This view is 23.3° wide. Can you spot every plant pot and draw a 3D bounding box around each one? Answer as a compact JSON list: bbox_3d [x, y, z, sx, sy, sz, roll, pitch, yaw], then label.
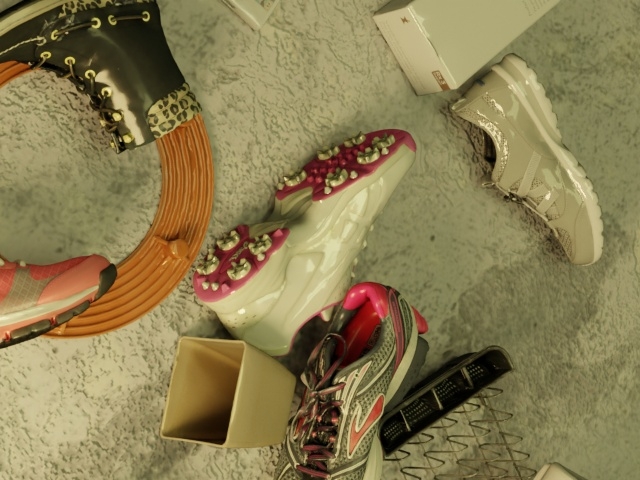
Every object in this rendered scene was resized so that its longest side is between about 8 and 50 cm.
[{"bbox_3d":[-0.088,0.165,1.619,0.096,0.109,0.109,19,77,-41],"label":"plant pot"}]

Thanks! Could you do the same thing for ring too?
[{"bbox_3d":[-0.253,-0.068,1.567,0.336,0.032,0.336,2,87,-33],"label":"ring"}]

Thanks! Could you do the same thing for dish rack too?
[{"bbox_3d":[0.166,0.279,1.787,0.208,0.074,0.271,-30,103,-29],"label":"dish rack"}]

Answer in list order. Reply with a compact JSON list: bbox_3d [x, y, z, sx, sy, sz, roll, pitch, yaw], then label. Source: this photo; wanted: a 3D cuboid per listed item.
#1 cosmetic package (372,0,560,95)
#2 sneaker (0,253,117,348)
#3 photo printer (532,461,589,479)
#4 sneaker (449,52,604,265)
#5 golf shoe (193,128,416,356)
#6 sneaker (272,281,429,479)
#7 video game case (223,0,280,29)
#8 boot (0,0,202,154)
[{"bbox_3d":[0.182,-0.280,1.822,0.231,0.085,0.117,-39,107,-26],"label":"cosmetic package"},{"bbox_3d":[-0.344,0.044,1.441,0.314,0.116,0.136,-17,88,-21],"label":"sneaker"},{"bbox_3d":[0.279,0.435,1.784,0.256,0.107,0.307,32,93,-30],"label":"photo printer"},{"bbox_3d":[0.248,-0.083,1.863,0.115,0.105,0.281,-30,107,1],"label":"sneaker"},{"bbox_3d":[0.000,0.000,1.688,0.306,0.115,0.140,-42,119,-20],"label":"golf shoe"},{"bbox_3d":[0.012,0.183,1.650,0.112,0.121,0.299,47,60,-56],"label":"sneaker"},{"bbox_3d":[-0.079,-0.335,1.697,0.143,0.019,0.157,41,67,-24],"label":"video game case"},{"bbox_3d":[-0.235,-0.160,1.517,0.236,0.085,0.178,-32,106,-30],"label":"boot"}]
